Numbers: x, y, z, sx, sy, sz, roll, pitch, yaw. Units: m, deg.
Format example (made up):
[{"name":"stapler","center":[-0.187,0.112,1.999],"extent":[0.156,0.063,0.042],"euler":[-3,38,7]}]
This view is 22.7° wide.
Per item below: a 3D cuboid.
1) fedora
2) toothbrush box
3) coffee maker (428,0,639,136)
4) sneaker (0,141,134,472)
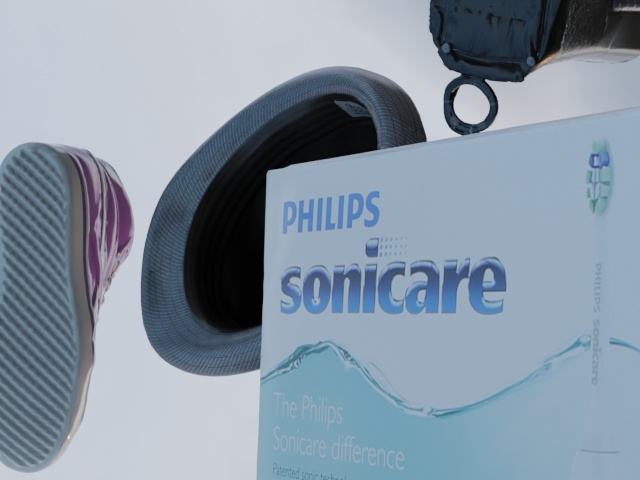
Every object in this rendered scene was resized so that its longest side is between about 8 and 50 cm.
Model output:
[{"name":"fedora","center":[0.000,0.000,1.207],"extent":[0.124,0.275,0.244],"euler":[29,-140,-38]},{"name":"toothbrush box","center":[0.081,0.119,0.442],"extent":[0.126,0.216,0.296],"euler":[3,-95,-30]},{"name":"coffee maker","center":[0.158,-0.167,1.154],"extent":[0.120,0.171,0.178],"euler":[38,-156,24]},{"name":"sneaker","center":[-0.216,0.059,1.404],"extent":[0.161,0.102,0.282],"euler":[6,-89,-72]}]
